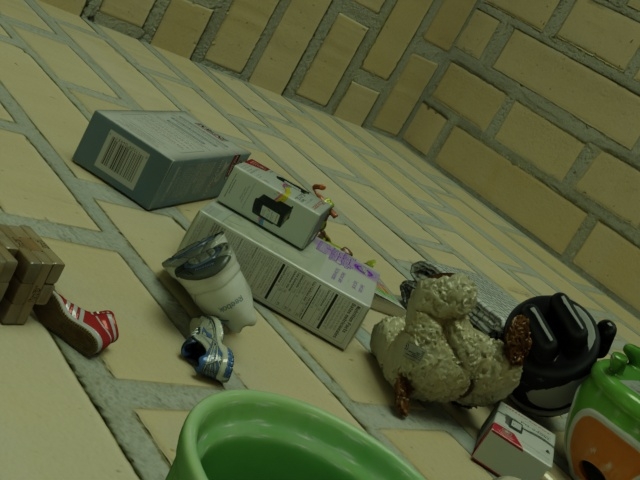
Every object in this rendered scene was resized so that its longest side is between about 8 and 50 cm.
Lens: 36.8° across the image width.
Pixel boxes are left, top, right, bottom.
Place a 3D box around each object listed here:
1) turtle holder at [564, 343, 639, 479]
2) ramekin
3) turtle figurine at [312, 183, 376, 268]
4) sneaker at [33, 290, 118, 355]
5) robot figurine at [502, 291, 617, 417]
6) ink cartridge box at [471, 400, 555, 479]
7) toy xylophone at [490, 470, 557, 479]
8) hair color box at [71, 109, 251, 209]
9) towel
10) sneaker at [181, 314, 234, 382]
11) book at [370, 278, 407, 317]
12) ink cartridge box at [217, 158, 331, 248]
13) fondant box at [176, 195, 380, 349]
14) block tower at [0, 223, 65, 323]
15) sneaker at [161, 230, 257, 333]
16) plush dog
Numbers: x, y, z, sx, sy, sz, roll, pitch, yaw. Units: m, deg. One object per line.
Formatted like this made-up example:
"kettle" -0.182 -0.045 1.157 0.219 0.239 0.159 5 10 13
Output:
"turtle holder" 0.541 0.322 1.655 0.243 0.227 0.320 31 14 8
"ramekin" -0.019 0.287 0.883 0.303 0.148 0.303 27 15 -8
"turtle figurine" 0.000 0.000 1.866 0.217 0.269 0.087 39 58 -9
"sneaker" -0.303 0.093 1.195 0.118 0.042 0.067 41 21 12
"robot figurine" 0.415 0.211 1.746 0.209 0.173 0.278 13 -32 16
"ink cartridge box" 0.309 0.326 1.526 0.109 0.063 0.150 32 15 9
"toy xylophone" 0.310 0.396 1.174 0.323 0.081 0.236 37 17 27
"hair color box" -0.303 -0.168 1.913 0.185 0.113 0.374 33 16 11
"towel" 0.327 0.163 2.001 0.235 0.121 0.284 16 18 -46
"sneaker" -0.161 0.138 1.301 0.058 0.052 0.135 13 19 -28
"book" 0.108 0.102 1.958 0.096 0.035 0.144 25 14 -30
"ink cartridge box" -0.078 -0.067 1.711 0.175 0.072 0.127 30 14 3
"fondant box" -0.064 0.042 1.707 0.330 0.096 0.238 31 15 0
"block tower" -0.446 0.031 1.041 0.097 0.091 0.335 38 18 32
"sneaker" -0.164 0.067 1.455 0.129 0.111 0.297 62 -4 -12
"plush dog" 0.222 0.200 1.557 0.225 0.262 0.210 15 52 -17
